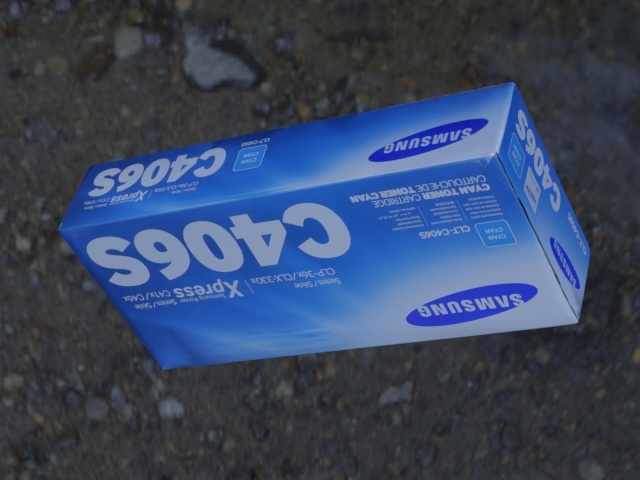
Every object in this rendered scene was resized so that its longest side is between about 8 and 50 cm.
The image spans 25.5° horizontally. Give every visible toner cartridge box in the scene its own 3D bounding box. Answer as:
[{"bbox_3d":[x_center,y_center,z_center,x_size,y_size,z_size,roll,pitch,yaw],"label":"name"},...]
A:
[{"bbox_3d":[0.000,0.000,1.020,0.347,0.165,0.075,-9,43,28],"label":"toner cartridge box"}]
